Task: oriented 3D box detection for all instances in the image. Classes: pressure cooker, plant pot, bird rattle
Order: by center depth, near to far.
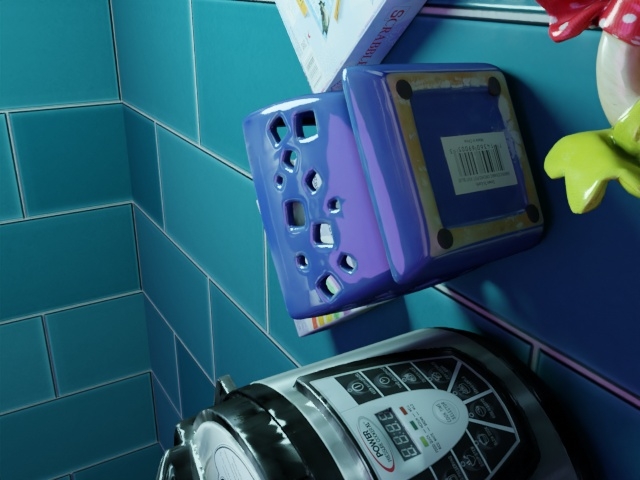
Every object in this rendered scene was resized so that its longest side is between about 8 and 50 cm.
[{"bbox_3d":[0.267,-0.138,0.470,0.207,0.143,0.253,-1,87,49],"label":"bird rattle"},{"bbox_3d":[0.085,-0.059,0.675,0.212,0.236,0.236,-19,84,54],"label":"plant pot"},{"bbox_3d":[0.038,0.314,0.698,0.370,0.420,0.375,-12,90,63],"label":"pressure cooker"}]

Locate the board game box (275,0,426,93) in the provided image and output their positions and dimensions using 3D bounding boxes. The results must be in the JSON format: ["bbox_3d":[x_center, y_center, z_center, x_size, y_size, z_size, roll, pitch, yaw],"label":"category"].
[{"bbox_3d":[0.027,-0.394,0.800,0.318,0.066,0.318,-44,63,57],"label":"board game box"}]

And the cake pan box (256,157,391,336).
[{"bbox_3d":[0.000,0.000,1.008,0.246,0.070,0.266,-33,72,58],"label":"cake pan box"}]
